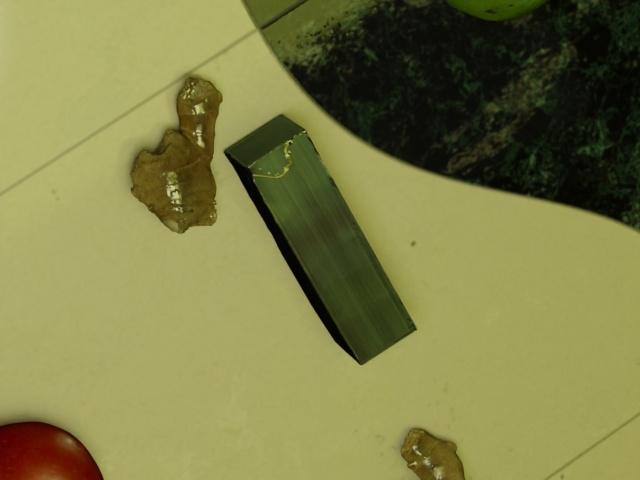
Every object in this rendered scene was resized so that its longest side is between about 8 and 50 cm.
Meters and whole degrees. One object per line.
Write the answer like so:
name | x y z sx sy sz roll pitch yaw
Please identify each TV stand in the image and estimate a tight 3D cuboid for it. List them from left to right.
TV stand | 0.000 0.000 1.987 0.083 0.088 0.269 -32 112 -7

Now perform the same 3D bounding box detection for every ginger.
ginger | -0.153 -0.090 1.926 0.096 0.067 0.165 3 90 -20
ginger | 0.150 0.355 2.093 0.089 0.075 0.288 -3 76 -35

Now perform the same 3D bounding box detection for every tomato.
tomato | -0.320 0.287 1.927 0.195 0.136 0.195 -5 105 -18

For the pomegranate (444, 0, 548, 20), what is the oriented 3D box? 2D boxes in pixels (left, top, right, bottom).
pomegranate | 0.172 -0.345 1.915 0.263 0.211 0.211 29 95 21
